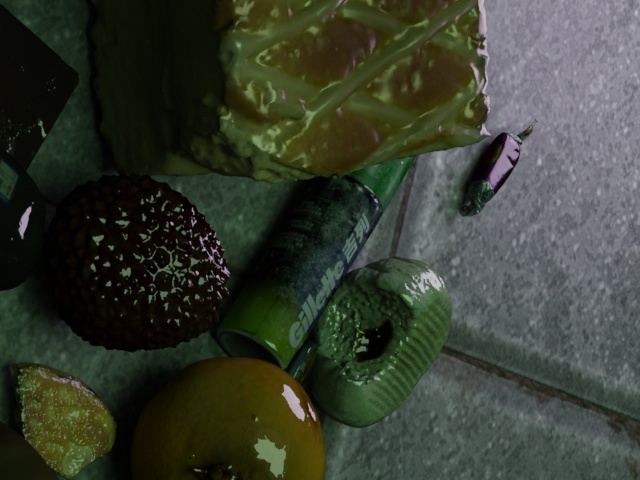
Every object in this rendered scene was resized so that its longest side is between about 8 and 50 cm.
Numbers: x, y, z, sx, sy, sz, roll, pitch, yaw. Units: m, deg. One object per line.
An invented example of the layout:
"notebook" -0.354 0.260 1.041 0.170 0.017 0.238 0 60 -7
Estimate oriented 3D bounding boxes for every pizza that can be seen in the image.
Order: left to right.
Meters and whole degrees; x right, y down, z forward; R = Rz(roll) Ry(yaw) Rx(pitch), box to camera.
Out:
"pizza" -0.270 0.185 1.821 0.160 0.036 0.099 38 66 -40

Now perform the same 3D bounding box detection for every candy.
"candy" 0.229 -0.097 2.312 0.043 0.045 0.175 47 60 -23

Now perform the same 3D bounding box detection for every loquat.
"loquat" -0.096 0.224 1.883 0.208 0.208 0.208 -5 97 -46

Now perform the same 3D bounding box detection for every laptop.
"laptop" -0.340 -0.161 1.730 0.207 0.026 0.154 42 66 -38

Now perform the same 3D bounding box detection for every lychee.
"lychee" -0.188 0.015 1.784 0.188 0.188 0.188 -5 97 -46

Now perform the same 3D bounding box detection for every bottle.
"bottle" 0.000 0.000 2.046 0.093 0.093 0.330 52 58 -35

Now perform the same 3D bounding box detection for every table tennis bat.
"table tennis bat" -0.035 0.179 2.019 0.100 0.019 0.155 -54 166 -53

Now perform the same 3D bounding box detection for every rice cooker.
"rice cooker" -0.345 -0.036 1.652 0.203 0.142 0.118 48 48 -38

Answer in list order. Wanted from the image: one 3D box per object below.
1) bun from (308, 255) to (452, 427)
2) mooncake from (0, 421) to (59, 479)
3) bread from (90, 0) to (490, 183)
"bun" 0.058 0.110 2.092 0.212 0.126 0.204 -46 150 -27
"mooncake" -0.341 0.308 1.584 0.161 0.290 0.290 -15 104 -44
"bread" -0.031 -0.258 1.851 0.390 0.279 0.371 -12 103 -41
